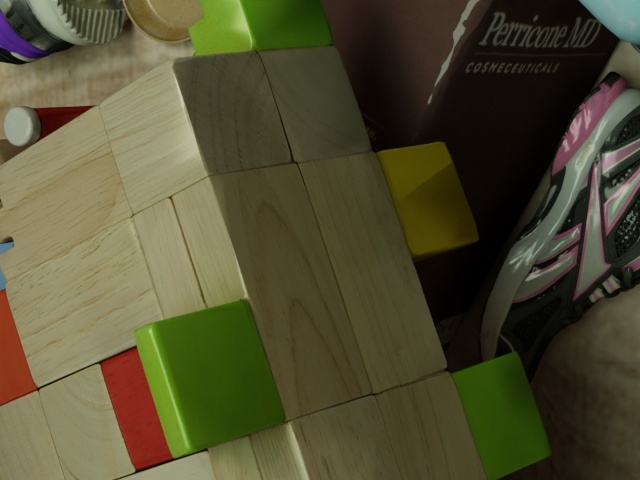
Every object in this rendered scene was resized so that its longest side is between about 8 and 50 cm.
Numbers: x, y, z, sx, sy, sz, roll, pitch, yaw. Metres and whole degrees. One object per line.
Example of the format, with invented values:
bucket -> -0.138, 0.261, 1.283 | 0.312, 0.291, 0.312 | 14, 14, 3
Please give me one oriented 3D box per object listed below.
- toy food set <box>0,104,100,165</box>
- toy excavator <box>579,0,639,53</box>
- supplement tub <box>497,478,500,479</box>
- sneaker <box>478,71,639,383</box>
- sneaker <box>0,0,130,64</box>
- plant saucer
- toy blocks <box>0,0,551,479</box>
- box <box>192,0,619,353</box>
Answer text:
toy food set -> -0.150, -0.030, 0.955 | 0.232, 0.104, 0.111 | 4, 98, 32
toy excavator -> 0.189, -0.103, 0.541 | 0.433, 0.445, 0.222 | 46, 118, 2
supplement tub -> 0.117, 0.285, 0.761 | 0.207, 0.207, 0.338 | -47, 72, 27
sneaker -> 0.145, 0.006, 0.797 | 0.077, 0.072, 0.178 | 28, 116, 15
sneaker -> -0.232, -0.253, 0.984 | 0.146, 0.102, 0.293 | -14, 88, 33
plant saucer -> -0.091, -0.166, 0.955 | 0.083, 0.015, 0.083 | 4, 97, 32
toy blocks -> -0.065, 0.098, 0.671 | 0.261, 0.191, 0.381 | -24, 81, 43
box -> 0.000, 0.000, 0.816 | 0.143, 0.191, 0.381 | 35, 113, 24
